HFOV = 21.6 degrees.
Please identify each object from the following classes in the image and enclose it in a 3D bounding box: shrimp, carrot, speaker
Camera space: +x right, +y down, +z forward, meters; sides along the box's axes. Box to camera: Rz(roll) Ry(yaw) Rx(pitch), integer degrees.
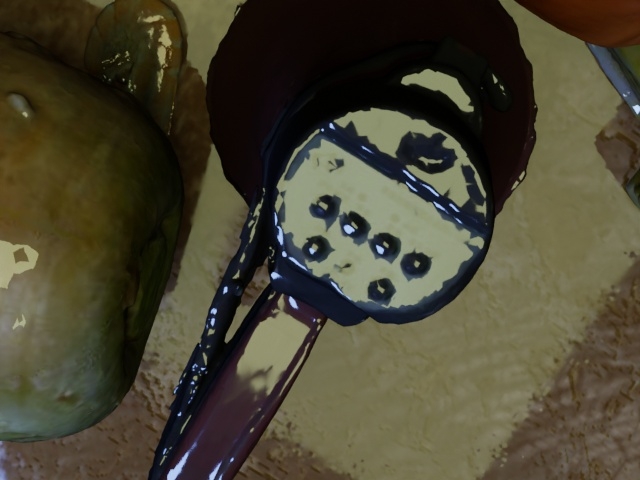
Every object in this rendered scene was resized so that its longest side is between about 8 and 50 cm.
[{"bbox_3d":[-0.112,-0.091,0.983,0.059,0.023,0.108,13,103,8],"label":"shrimp"},{"bbox_3d":[-0.251,-0.023,0.900,0.340,0.224,0.224,16,103,2],"label":"carrot"},{"bbox_3d":[-0.011,-0.020,0.853,0.259,0.329,0.198,-31,100,14],"label":"speaker"}]

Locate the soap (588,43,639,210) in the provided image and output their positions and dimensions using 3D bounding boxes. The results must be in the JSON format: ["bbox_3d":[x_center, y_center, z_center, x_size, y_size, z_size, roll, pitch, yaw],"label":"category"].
[{"bbox_3d":[0.254,-0.028,0.827,0.169,0.339,0.304,-38,101,7],"label":"soap"}]

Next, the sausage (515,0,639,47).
[{"bbox_3d":[0.128,-0.228,0.857,0.141,0.153,0.268,-45,68,47],"label":"sausage"}]
